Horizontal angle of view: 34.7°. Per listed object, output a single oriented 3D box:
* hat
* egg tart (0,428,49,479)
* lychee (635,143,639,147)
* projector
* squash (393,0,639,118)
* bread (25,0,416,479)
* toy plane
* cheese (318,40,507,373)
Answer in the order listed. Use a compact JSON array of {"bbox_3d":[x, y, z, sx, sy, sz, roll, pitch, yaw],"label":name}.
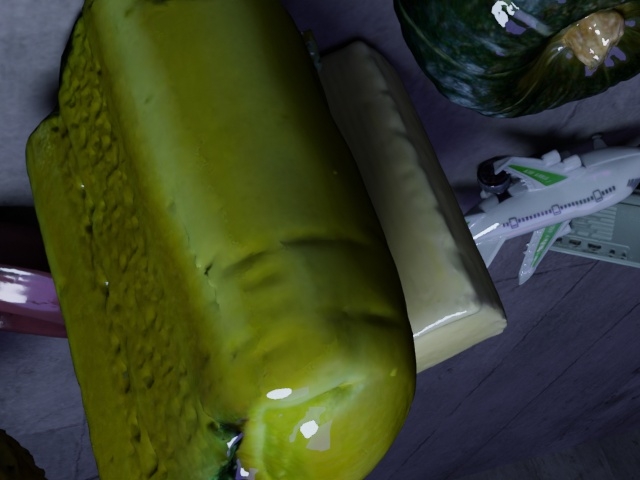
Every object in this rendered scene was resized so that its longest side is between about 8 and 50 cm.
[{"bbox_3d":[-0.284,0.032,0.934,0.205,0.089,0.205,7,166,2],"label":"hat"},{"bbox_3d":[-0.430,0.140,0.840,0.443,0.178,0.443,17,-179,0],"label":"egg tart"},{"bbox_3d":[0.453,-0.104,1.204,0.101,0.114,0.140,13,160,50],"label":"lychee"},{"bbox_3d":[0.425,-0.013,1.285,0.256,0.099,0.192,7,-174,-42],"label":"projector"},{"bbox_3d":[0.173,-0.198,0.744,0.252,0.165,0.252,-19,154,-10],"label":"squash"},{"bbox_3d":[-0.066,0.009,0.722,0.208,0.377,0.251,5,144,-37],"label":"bread"},{"bbox_3d":[0.253,-0.051,1.165,0.255,0.101,0.251,-28,146,1],"label":"toy plane"},{"bbox_3d":[0.000,0.000,0.892,0.242,0.266,0.124,-25,156,11],"label":"cheese"}]
